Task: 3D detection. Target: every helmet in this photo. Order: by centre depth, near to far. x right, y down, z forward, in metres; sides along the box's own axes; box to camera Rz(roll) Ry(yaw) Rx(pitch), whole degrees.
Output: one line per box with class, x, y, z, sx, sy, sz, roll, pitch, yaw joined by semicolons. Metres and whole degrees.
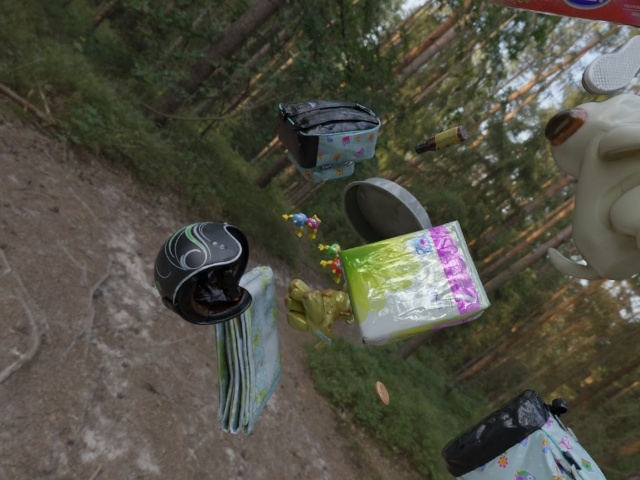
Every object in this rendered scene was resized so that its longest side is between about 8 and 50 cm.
helmet;-0.196;0.047;0.721;0.169;0.169;0.161;37;9;-40

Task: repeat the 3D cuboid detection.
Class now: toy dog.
toy dog;0.673;-0.138;0.928;0.285;0.395;0.408;8;58;-22

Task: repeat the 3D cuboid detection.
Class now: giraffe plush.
giraffe plush;0.019;0.192;1.213;0.170;0.181;0.210;-23;54;-37

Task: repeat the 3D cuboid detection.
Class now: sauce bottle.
sauce bottle;0.297;-0.245;1.044;0.042;0.128;0.042;13;71;-44

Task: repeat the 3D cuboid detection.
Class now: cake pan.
cake pan;0.186;-0.057;1.164;0.293;0.054;0.293;36;-25;20

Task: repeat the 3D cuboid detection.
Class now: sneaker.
sneaker;0.925;-0.536;1.355;0.126;0.321;0.127;57;-20;2

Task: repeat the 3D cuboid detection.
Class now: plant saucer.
plant saucer;0.222;0.542;1.495;0.083;0.013;0.083;50;21;-27

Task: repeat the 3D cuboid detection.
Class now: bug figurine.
bug figurine;0.000;0.000;1.368;0.279;0.072;0.216;50;12;-4

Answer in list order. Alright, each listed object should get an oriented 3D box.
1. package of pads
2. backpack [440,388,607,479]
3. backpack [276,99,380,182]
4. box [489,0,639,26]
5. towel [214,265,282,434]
package of pads;0.211;0.105;0.976;0.101;0.296;0.229;67;9;-65
backpack;0.224;0.269;0.429;0.115;0.152;0.182;3;46;-50
backpack;0.022;-0.210;0.861;0.166;0.188;0.144;-127;-154;-45
box;0.456;-0.434;0.677;0.300;0.142;0.154;25;34;24
towel;-0.167;0.249;1.049;0.374;0.090;0.320;-46;136;-83
